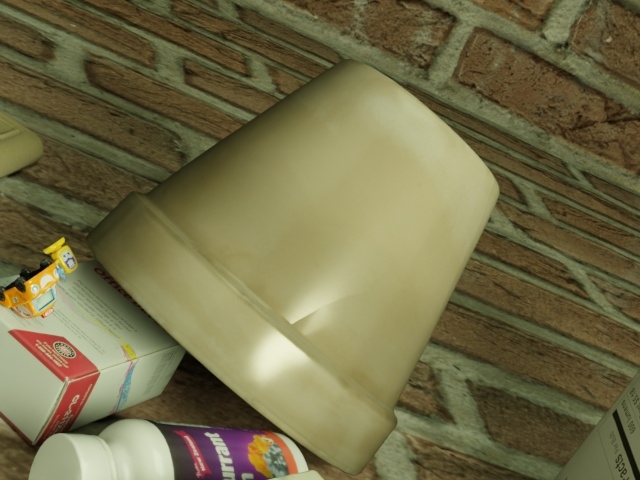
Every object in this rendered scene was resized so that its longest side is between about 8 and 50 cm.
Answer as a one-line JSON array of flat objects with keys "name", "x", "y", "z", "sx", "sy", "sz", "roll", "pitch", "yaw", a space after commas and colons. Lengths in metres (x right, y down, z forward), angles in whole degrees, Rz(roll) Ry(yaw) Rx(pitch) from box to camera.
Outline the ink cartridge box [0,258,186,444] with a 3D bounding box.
[{"name": "ink cartridge box", "x": -0.214, "y": 0.089, "z": 0.998, "sx": 0.127, "sy": 0.072, "sz": 0.175, "roll": 37, "pitch": 21, "yaw": 19}]

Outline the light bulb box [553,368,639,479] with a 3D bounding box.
[{"name": "light bulb box", "x": 0.326, "y": 0.277, "z": 0.887, "sx": 0.225, "sy": 0.361, "sz": 0.358, "roll": 29, "pitch": 20, "yaw": -9}]

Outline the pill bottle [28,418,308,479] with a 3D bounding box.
[{"name": "pill bottle", "x": -0.110, "y": 0.188, "z": 0.859, "sx": 0.193, "sy": 0.108, "sz": 0.108, "roll": 12, "pitch": 27, "yaw": -39}]

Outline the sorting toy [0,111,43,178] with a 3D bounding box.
[{"name": "sorting toy", "x": -0.450, "y": -0.123, "z": 1.232, "sx": 0.229, "sy": 0.041, "sz": 0.307, "roll": 36, "pitch": 20, "yaw": 2}]

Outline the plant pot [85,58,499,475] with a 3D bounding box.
[{"name": "plant pot", "x": 0.000, "y": 0.000, "z": 1.059, "sx": 0.323, "sy": 0.280, "sz": 0.323, "roll": 40, "pitch": -3, "yaw": 3}]

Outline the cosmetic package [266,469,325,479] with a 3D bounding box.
[{"name": "cosmetic package", "x": 0.025, "y": 0.292, "z": 0.708, "sx": 0.309, "sy": 0.113, "sz": 0.160, "roll": 43, "pitch": 24, "yaw": 28}]

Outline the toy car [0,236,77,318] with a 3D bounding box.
[{"name": "toy car", "x": -0.215, "y": 0.029, "z": 0.956, "sx": 0.041, "sy": 0.060, "sz": 0.122, "roll": 60, "pitch": 26, "yaw": -11}]
